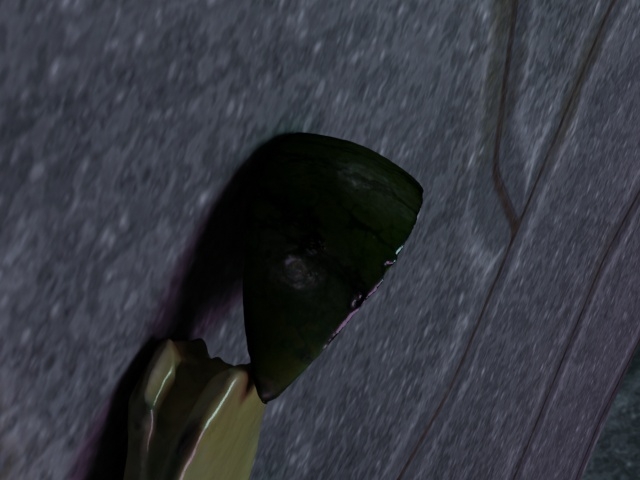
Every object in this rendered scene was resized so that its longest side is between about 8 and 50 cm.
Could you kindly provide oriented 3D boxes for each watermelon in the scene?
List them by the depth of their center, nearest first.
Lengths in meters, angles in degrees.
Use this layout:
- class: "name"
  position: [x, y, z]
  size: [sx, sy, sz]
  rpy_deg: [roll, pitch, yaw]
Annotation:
- class: "watermelon"
  position: [-0.006, -0.008, 0.961]
  size: [0.092, 0.075, 0.181]
  rpy_deg: [-48, -173, 29]

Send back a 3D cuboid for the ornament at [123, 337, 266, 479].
- class: "ornament"
  position: [-0.069, 0.148, 0.957]
  size: [0.180, 0.059, 0.201]
  rpy_deg: [11, 97, -77]
